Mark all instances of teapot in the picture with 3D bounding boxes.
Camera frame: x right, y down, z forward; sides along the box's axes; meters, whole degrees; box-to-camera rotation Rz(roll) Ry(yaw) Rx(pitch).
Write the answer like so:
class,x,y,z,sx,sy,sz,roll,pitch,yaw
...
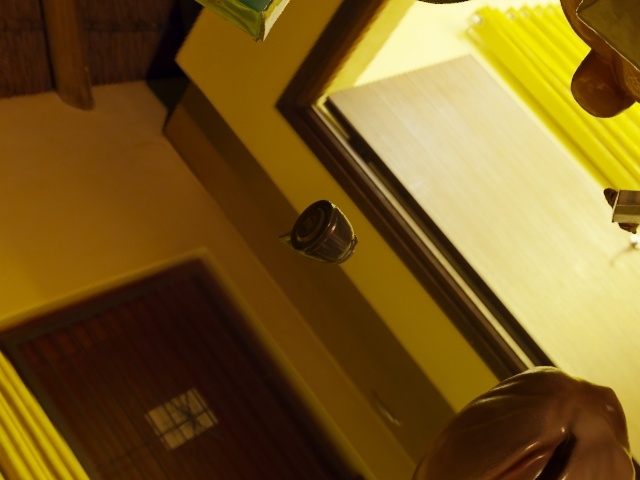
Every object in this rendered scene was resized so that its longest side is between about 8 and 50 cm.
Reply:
class,x,y,z,sx,sy,sz,roll,pitch,yaw
teapot,0.005,-0.007,1.203,0.092,0.090,0.124,-57,30,-6

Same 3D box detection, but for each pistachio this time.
class,x,y,z,sx,sy,sz,roll,pitch,yaw
pistachio,0.309,0.391,1.220,0.445,0.281,0.365,-45,-19,-6

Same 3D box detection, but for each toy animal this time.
class,x,y,z,sx,sy,sz,roll,pitch,yaw
toy animal,0.527,-0.345,1.137,0.277,0.247,0.345,-33,-54,-12

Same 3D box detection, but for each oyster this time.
class,x,y,z,sx,sy,sz,roll,pitch,yaw
oyster,0.535,-0.048,1.374,0.038,0.083,0.081,-40,-36,-7

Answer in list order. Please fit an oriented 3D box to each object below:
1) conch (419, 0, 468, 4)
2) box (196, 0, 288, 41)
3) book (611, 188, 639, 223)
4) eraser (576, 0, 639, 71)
class,x,y,z,sx,sy,sz,roll,pitch,yaw
conch,0.068,-0.187,0.370,0.102,0.135,0.153,-34,21,-17
box,-0.168,-0.489,1.190,0.205,0.311,0.118,-58,5,-6
book,0.599,-0.044,1.169,0.282,0.025,0.215,3,-7,20
eraser,0.308,-0.105,0.443,0.095,0.270,0.174,-57,10,-27
